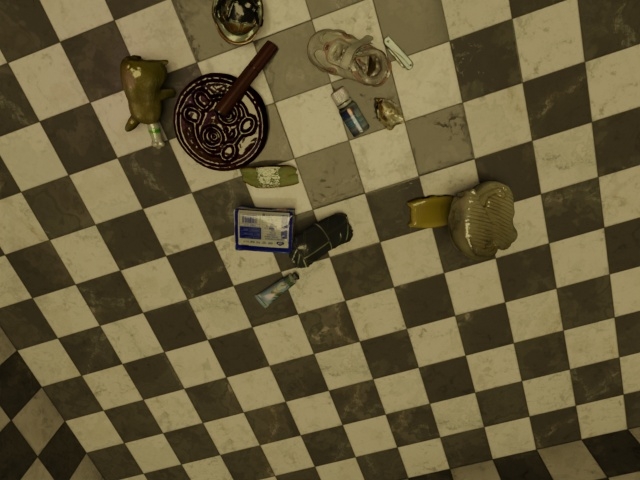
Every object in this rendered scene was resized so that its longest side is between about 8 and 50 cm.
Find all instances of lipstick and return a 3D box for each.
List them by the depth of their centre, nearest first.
[{"bbox_3d":[-0.299,-0.642,1.756,0.057,0.057,0.356,39,87,-12],"label":"lipstick"}]

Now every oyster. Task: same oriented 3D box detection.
[{"bbox_3d":[0.281,-0.538,1.847,0.103,0.051,0.148,-34,116,1],"label":"oyster"}]

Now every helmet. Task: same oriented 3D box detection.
[{"bbox_3d":[-0.307,-0.878,1.690,0.199,0.130,0.224,11,121,1],"label":"helmet"}]

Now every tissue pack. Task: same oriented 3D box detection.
[{"bbox_3d":[-0.249,-0.054,2.003,0.270,0.137,0.209,3,113,3],"label":"tissue pack"}]

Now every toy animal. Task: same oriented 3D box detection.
[{"bbox_3d":[-0.714,-0.576,1.806,0.181,0.180,0.362,13,133,3],"label":"toy animal"}]

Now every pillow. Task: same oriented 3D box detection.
[{"bbox_3d":[0.000,0.000,1.994,0.335,0.093,0.161,-31,105,-18],"label":"pillow"}]

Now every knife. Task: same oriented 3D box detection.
[{"bbox_3d":[0.313,-0.754,1.779,0.162,0.023,0.044,42,110,-14],"label":"knife"}]

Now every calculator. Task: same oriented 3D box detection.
[{"bbox_3d":[0.516,-0.130,2.008,0.237,0.033,0.157,-8,110,1],"label":"calculator"}]

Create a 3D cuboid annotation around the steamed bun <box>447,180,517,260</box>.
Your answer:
[{"bbox_3d":[0.677,-0.082,1.927,0.310,0.219,0.324,-17,97,-24],"label":"steamed bun"}]

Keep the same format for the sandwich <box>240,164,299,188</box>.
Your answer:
[{"bbox_3d":[-0.226,-0.282,1.938,0.258,0.096,0.094,-3,105,0],"label":"sandwich"}]

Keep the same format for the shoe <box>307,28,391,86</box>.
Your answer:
[{"bbox_3d":[0.120,-0.715,1.705,0.351,0.198,0.171,16,109,-6],"label":"shoe"}]

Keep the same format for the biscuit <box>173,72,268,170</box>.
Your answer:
[{"bbox_3d":[-0.422,-0.492,1.861,0.408,0.091,0.407,1,111,2],"label":"biscuit"}]

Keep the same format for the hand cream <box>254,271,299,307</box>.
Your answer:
[{"bbox_3d":[-0.208,0.240,2.161,0.256,0.055,0.088,-36,106,21],"label":"hand cream"}]

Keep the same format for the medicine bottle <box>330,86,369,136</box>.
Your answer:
[{"bbox_3d":[0.122,-0.537,1.835,0.084,0.083,0.203,-30,106,12],"label":"medicine bottle"}]
